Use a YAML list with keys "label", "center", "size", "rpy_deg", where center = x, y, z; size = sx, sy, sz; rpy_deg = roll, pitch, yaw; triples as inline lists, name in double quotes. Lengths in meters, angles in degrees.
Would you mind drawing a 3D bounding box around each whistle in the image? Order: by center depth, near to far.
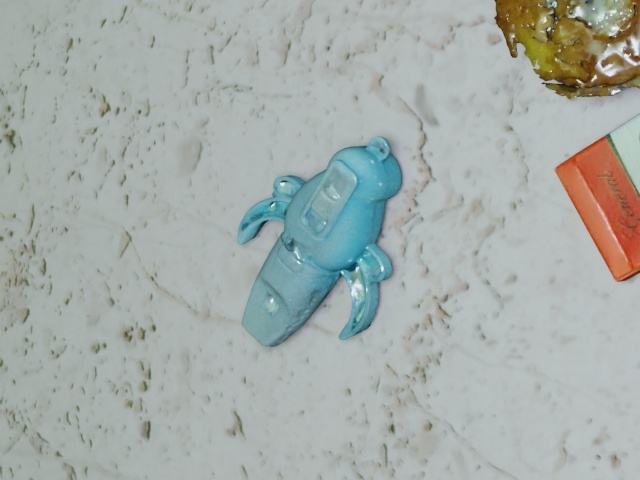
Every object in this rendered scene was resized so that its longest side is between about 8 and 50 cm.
- label: "whistle"
  center: [0.000, 0.000, 2.099]
  size: [0.186, 0.093, 0.274]
  rpy_deg: [43, 115, 21]

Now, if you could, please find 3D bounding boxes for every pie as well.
- label: "pie"
  center: [0.300, -0.276, 1.890]
  size: [0.308, 0.085, 0.308]
  rpy_deg: [0, 89, 21]

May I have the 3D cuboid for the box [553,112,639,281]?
- label: "box"
  center: [0.360, -0.075, 1.911]
  size: [0.245, 0.035, 0.139]
  rpy_deg: [-35, 76, 27]
